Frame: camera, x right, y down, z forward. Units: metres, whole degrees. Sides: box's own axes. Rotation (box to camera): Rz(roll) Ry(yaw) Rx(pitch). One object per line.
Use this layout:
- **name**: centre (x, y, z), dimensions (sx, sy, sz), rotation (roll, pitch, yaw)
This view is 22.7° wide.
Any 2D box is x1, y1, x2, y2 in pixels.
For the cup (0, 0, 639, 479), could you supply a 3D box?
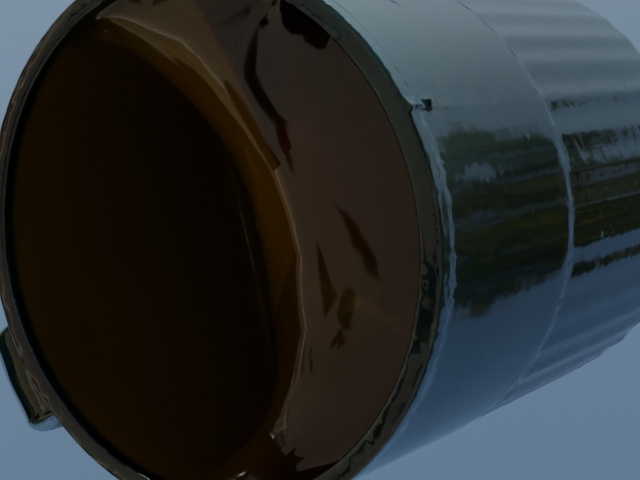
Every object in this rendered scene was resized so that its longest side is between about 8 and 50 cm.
- **cup**: centre (0.014, 0.008, 0.803), dimensions (0.242, 0.292, 0.308), rotation (38, -63, 24)
